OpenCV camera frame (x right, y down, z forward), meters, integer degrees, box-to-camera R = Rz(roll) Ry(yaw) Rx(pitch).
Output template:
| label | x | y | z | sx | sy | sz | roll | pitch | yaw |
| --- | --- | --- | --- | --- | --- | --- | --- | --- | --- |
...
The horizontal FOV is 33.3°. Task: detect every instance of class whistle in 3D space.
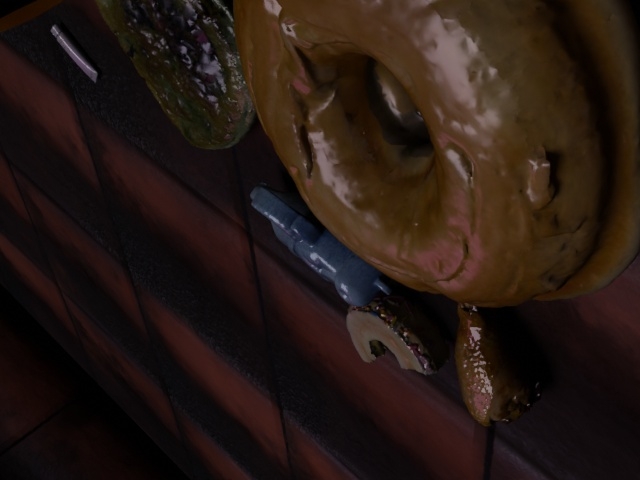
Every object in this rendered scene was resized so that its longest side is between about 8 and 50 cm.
| label | x | y | z | sx | sy | sz | roll | pitch | yaw |
| --- | --- | --- | --- | --- | --- | --- | --- | --- | --- |
| whistle | 0.000 | 0.000 | 1.386 | 0.269 | 0.093 | 0.180 | 33 | 174 | 40 |

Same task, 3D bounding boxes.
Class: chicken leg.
| label | x | y | z | sx | sy | sz | roll | pitch | yaw |
| --- | --- | --- | --- | --- | --- | --- | --- | --- | --- |
| chicken leg | 0.183 | 0.107 | 1.218 | 0.107 | 0.087 | 0.251 | 25 | 139 | 59 |

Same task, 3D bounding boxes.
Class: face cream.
| label | x | y | z | sx | sy | sz | roll | pitch | yaw |
| --- | --- | --- | --- | --- | --- | --- | --- | --- | --- |
| face cream | -0.406 | -0.312 | 1.781 | 0.115 | 0.020 | 0.038 | 49 | 155 | 2 |

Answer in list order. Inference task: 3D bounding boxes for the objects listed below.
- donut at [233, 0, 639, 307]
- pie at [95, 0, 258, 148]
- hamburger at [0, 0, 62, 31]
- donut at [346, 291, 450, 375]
| label | x | y | z | sx | sy | sz | roll | pitch | yaw |
| --- | --- | --- | --- | --- | --- | --- | --- | --- | --- |
| donut | 0.098 | -0.131 | 0.914 | 0.449 | 0.198 | 0.449 | 37 | 150 | 26 |
| pie | -0.185 | -0.256 | 1.405 | 0.323 | 0.070 | 0.323 | 39 | 151 | 26 |
| hamburger | -0.424 | -0.391 | 1.381 | 0.176 | 0.300 | 0.300 | 61 | 156 | 0 |
| donut | 0.093 | 0.112 | 1.402 | 0.166 | 0.065 | 0.108 | 7 | 129 | 59 |
